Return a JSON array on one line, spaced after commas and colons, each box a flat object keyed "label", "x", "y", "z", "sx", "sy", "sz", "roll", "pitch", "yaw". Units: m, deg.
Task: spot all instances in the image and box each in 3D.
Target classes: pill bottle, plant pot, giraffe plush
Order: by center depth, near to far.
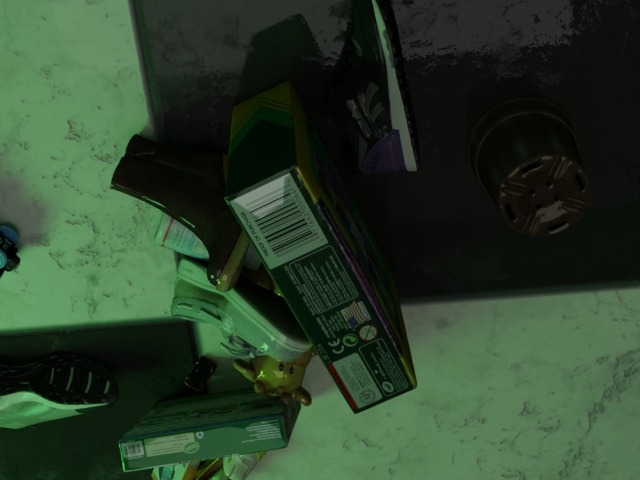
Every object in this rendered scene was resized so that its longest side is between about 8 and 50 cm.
[{"label": "plant pot", "x": 0.299, "y": -0.098, "z": 1.394, "sx": 0.167, "sy": 0.165, "sz": 0.167, "roll": 0, "pitch": 118, "yaw": -1}, {"label": "pill bottle", "x": -0.161, "y": -0.011, "z": 1.480, "sx": 0.160, "sy": 0.087, "sz": 0.087, "roll": 20, "pitch": 117, "yaw": -12}, {"label": "giraffe plush", "x": -0.066, "y": 0.161, "z": 1.530, "sx": 0.182, "sy": 0.170, "sz": 0.210, "roll": 4, "pitch": 119, "yaw": -3}]

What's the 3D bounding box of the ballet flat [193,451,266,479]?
[{"label": "ballet flat", "x": -0.164, "y": 0.400, "z": 1.716, "sx": 0.231, "sy": 0.077, "sz": 0.077, "roll": -41, "pitch": 113, "yaw": 19}]

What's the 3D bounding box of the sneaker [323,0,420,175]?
[{"label": "sneaker", "x": 0.056, "y": -0.212, "z": 1.365, "sx": 0.124, "sy": 0.107, "sz": 0.283, "roll": -8, "pitch": 119, "yaw": 11}]

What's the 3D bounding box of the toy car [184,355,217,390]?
[{"label": "toy car", "x": -0.161, "y": 0.233, "z": 1.637, "sx": 0.122, "sy": 0.060, "sz": 0.040, "roll": 12, "pitch": 150, "yaw": 0}]

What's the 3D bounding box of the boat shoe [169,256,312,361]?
[{"label": "boat shoe", "x": -0.121, "y": 0.112, "z": 1.416, "sx": 0.118, "sy": 0.320, "sz": 0.103, "roll": 18, "pitch": 95, "yaw": -40}]

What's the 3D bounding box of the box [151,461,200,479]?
[{"label": "box", "x": -0.247, "y": 0.385, "z": 1.704, "sx": 0.028, "sy": 0.081, "sz": 0.136, "roll": -2, "pitch": 126, "yaw": -38}]

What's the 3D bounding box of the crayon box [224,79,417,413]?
[{"label": "crayon box", "x": 0.000, "y": 0.000, "z": 1.359, "sx": 0.106, "sy": 0.313, "sz": 0.363, "roll": -25, "pitch": 116, "yaw": 9}]

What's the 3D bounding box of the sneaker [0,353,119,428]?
[{"label": "sneaker", "x": -0.463, "y": 0.257, "z": 1.632, "sx": 0.272, "sy": 0.100, "sz": 0.108, "roll": -3, "pitch": 133, "yaw": 5}]

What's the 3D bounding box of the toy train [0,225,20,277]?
[{"label": "toy train", "x": -0.539, "y": -0.010, "z": 1.485, "sx": 0.105, "sy": 0.080, "sz": 0.184, "roll": -29, "pitch": 118, "yaw": 25}]

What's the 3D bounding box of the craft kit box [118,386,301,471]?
[{"label": "craft kit box", "x": -0.165, "y": 0.288, "z": 1.560, "sx": 0.250, "sy": 0.246, "sz": 0.060, "roll": -9, "pitch": 96, "yaw": 5}]

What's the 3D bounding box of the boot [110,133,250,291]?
[{"label": "boot", "x": -0.193, "y": -0.041, "z": 1.376, "sx": 0.207, "sy": 0.248, "sz": 0.090, "roll": 15, "pitch": 132, "yaw": -7}]
